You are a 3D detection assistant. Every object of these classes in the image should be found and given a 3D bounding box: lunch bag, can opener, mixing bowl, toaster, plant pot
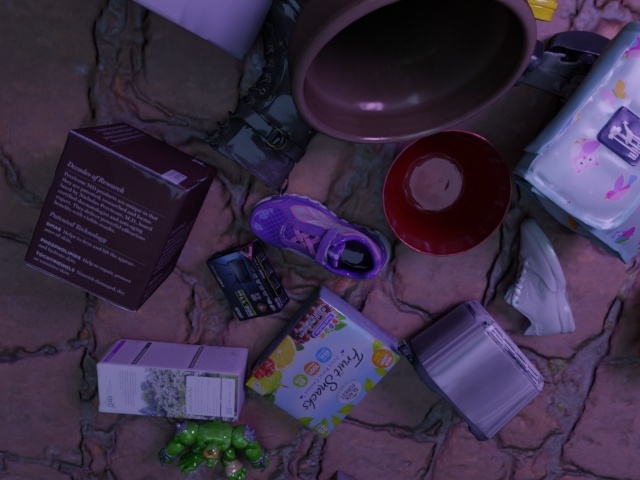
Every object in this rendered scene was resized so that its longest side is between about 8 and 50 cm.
[{"bbox_3d":[0.383,-0.117,0.632,0.262,0.160,0.223,24,108,-41],"label":"lunch bag"},{"bbox_3d":[0.281,-0.267,0.691,0.280,0.074,0.093,15,73,-4],"label":"can opener"},{"bbox_3d":[0.178,-0.078,0.727,0.181,0.098,0.182,0,108,1],"label":"mixing bowl"},{"bbox_3d":[0.248,0.200,0.797,0.146,0.129,0.227,-41,99,9],"label":"toaster"},{"bbox_3d":[0.085,-0.276,0.564,0.263,0.263,0.229,-9,71,4],"label":"plant pot"}]

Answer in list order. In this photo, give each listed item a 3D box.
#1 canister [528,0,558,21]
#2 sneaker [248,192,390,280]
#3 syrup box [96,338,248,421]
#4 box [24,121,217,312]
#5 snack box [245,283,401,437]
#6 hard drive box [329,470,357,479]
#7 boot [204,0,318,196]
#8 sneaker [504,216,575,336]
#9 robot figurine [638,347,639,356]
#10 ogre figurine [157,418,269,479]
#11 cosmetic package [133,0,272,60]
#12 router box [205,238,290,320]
[{"bbox_3d":[0.267,-0.385,0.627,0.126,0.073,0.170,9,117,-6],"label":"canister"},{"bbox_3d":[0.000,0.000,0.754,0.236,0.104,0.095,20,108,-3],"label":"sneaker"},{"bbox_3d":[-0.249,0.238,0.838,0.236,0.096,0.093,4,105,1],"label":"syrup box"},{"bbox_3d":[-0.282,-0.041,0.715,0.167,0.168,0.203,26,106,-5],"label":"box"},{"bbox_3d":[0.005,0.207,0.834,0.174,0.070,0.207,38,105,-9],"label":"snack box"},{"bbox_3d":[0.020,0.569,0.860,0.089,0.232,0.181,31,105,-8],"label":"hard drive box"},{"bbox_3d":[-0.083,-0.217,0.697,0.229,0.091,0.263,-42,103,12],"label":"boot"},{"bbox_3d":[0.339,0.068,0.784,0.094,0.080,0.212,-17,107,19],"label":"sneaker"},{"bbox_3d":[0.614,0.130,0.764,0.158,0.128,0.219,42,107,26],"label":"robot figurine"},{"bbox_3d":[-0.194,0.372,0.884,0.197,0.097,0.118,17,126,12],"label":"ogre figurine"},{"bbox_3d":[-0.267,-0.350,0.518,0.377,0.284,0.097,33,106,6],"label":"cosmetic package"},{"bbox_3d":[-0.118,0.067,0.795,0.092,0.038,0.122,-17,107,33],"label":"router box"}]
